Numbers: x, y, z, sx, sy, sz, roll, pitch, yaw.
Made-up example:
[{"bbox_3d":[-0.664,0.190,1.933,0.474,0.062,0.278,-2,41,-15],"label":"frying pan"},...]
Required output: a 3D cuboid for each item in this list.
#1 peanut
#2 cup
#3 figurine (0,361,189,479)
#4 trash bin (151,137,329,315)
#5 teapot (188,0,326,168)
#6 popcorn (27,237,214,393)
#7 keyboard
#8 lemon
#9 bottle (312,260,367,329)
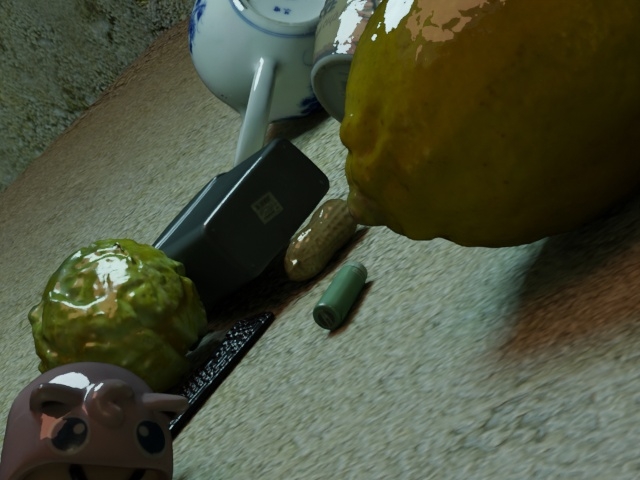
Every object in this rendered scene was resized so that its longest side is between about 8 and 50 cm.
[{"bbox_3d":[0.000,0.000,1.792,0.113,0.054,0.054,-49,18,-28],"label":"peanut"},{"bbox_3d":[0.138,-0.246,1.986,0.301,0.227,0.257,8,55,29],"label":"cup"},{"bbox_3d":[-0.221,0.229,1.504,0.287,0.176,0.186,-46,49,41],"label":"figurine"},{"bbox_3d":[-0.102,-0.010,1.881,0.176,0.101,0.236,-49,8,-27],"label":"trash bin"},{"bbox_3d":[-0.068,-0.274,2.432,0.280,0.252,0.424,106,175,-55],"label":"teapot"},{"bbox_3d":[-0.215,0.093,1.804,0.198,0.198,0.212,-46,-9,-26],"label":"popcorn"},{"bbox_3d":[-0.121,0.143,1.714,0.061,0.013,0.204,-19,24,49],"label":"keyboard"},{"bbox_3d":[0.171,-0.135,1.384,0.285,0.285,0.316,-166,93,-71],"label":"lemon"},{"bbox_3d":[0.020,0.052,1.626,0.030,0.030,0.083,-27,18,36],"label":"bottle"}]
